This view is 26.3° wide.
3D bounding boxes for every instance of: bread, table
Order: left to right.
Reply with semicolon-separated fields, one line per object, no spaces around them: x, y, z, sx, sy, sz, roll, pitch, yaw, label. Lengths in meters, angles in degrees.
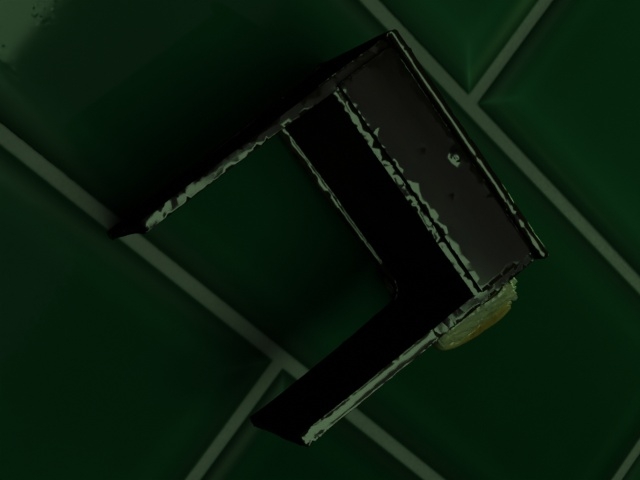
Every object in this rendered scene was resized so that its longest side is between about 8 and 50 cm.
0.000;0.000;1.251;0.282;0.196;0.250;-38;101;-15;table
0.136;0.055;1.424;0.106;0.125;0.082;-40;137;-6;bread
